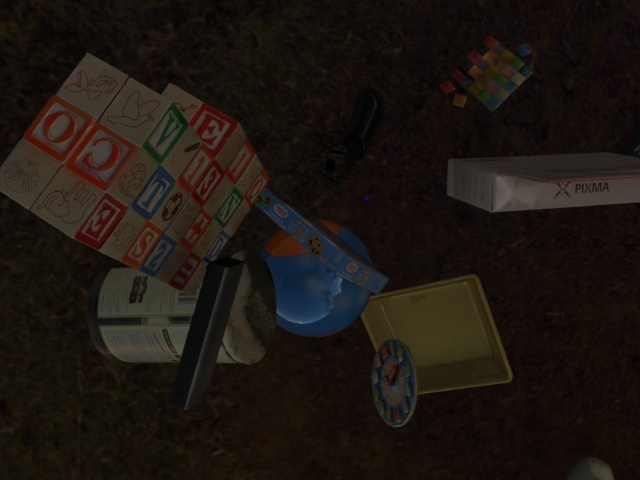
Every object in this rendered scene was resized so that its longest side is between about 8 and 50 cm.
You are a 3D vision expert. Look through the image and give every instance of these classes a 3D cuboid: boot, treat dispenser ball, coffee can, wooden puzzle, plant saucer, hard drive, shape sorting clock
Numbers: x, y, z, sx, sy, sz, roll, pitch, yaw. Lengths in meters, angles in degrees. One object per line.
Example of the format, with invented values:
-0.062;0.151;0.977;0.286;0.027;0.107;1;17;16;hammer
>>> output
0.043;-0.143;0.892;0.045;0.099;0.121;26;130;16;boot
-0.015;0.090;1.559;0.288;0.288;0.287;0;90;32;treat dispenser ball
-0.246;0.124;1.167;0.276;0.201;0.201;-3;88;21;coffee can
0.144;-0.141;0.543;0.049;0.006;0.083;44;84;11;wooden puzzle
0.305;0.243;1.702;0.333;0.081;0.332;-15;111;24;plant saucer
-0.107;0.084;0.616;0.022;0.094;0.135;16;92;2;hard drive
0.171;0.337;1.523;0.206;0.040;0.206;-173;90;-69;shape sorting clock

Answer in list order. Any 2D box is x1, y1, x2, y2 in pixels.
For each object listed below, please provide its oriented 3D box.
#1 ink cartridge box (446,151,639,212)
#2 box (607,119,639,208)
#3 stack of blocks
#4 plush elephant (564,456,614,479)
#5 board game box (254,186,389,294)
0.374;-0.081;0.924;0.261;0.297;0.066;-141;48;-69;ink cartridge box
0.803;-0.168;1.341;0.296;0.183;0.294;43;101;7;box
-0.155;-0.059;0.628;0.087;0.297;0.171;31;82;12;stack of blocks
0.464;0.577;1.065;0.255;0.330;0.271;33;148;33;plush elephant
0.000;0.000;1.050;0.211;0.160;0.039;41;96;31;board game box
